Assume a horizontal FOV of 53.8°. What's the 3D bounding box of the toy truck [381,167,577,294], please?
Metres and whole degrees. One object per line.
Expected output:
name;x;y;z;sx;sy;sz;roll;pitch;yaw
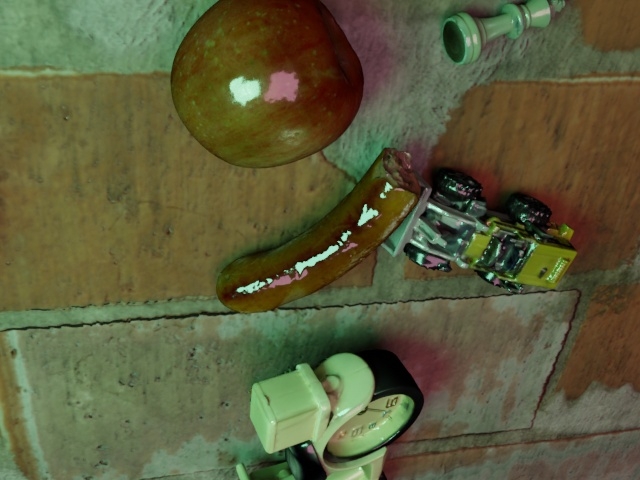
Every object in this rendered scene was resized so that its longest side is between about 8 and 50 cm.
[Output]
toy truck;0.202;-0.007;0.830;0.286;0.111;0.136;13;116;-19

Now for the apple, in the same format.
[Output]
apple;-0.050;-0.163;0.639;0.168;0.181;0.181;-26;125;27

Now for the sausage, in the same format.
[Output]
sausage;0.002;0.004;0.782;0.302;0.076;0.103;-37;122;17

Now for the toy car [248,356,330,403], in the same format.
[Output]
toy car;-0.032;0.218;0.923;0.143;0.054;0.073;-25;138;-5

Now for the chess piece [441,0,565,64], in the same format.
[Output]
chess piece;0.218;-0.255;0.731;0.149;0.059;0.059;-23;122;-9

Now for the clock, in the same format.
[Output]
clock;0.002;0.310;0.917;0.276;0.120;0.379;-10;132;-25
